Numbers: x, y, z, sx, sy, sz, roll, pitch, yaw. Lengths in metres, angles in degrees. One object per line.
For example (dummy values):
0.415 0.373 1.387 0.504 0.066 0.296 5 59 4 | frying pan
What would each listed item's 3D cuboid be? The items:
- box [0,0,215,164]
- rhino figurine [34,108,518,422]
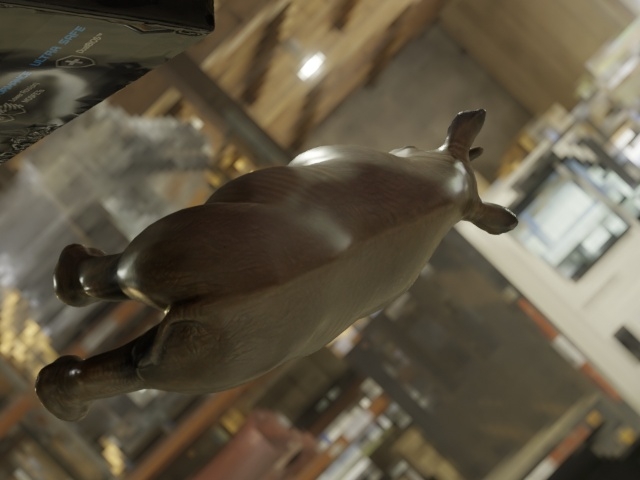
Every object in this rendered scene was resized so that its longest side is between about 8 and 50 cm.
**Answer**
-0.240 -0.102 0.843 0.293 0.073 0.295 5 -13 -31 | box
0.000 0.000 0.750 0.106 0.073 0.243 -16 6 41 | rhino figurine
